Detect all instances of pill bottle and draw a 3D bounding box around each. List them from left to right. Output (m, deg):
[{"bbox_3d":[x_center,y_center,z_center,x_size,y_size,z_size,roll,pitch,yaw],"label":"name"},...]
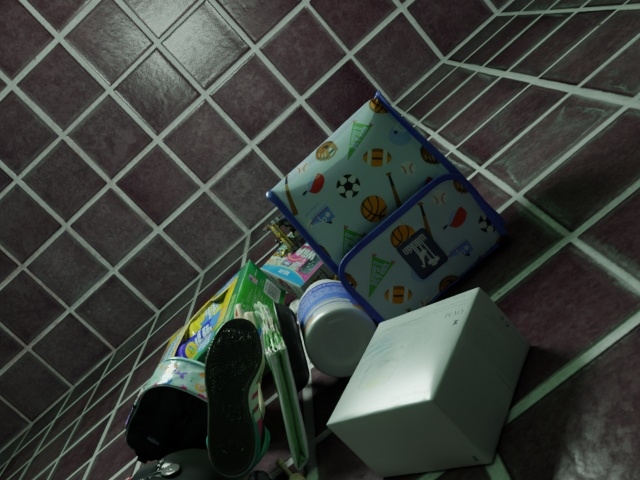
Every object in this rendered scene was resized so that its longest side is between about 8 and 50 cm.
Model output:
[{"bbox_3d":[0.029,0.173,1.527,0.152,0.152,0.272,-42,14,5],"label":"pill bottle"}]

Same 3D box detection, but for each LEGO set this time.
[{"bbox_3d":[0.000,0.000,1.711,0.192,0.331,0.255,-41,5,-9],"label":"LEGO set"}]

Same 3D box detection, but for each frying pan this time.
[{"bbox_3d":[-0.054,0.262,1.502,0.053,0.326,0.197,-15,46,-4],"label":"frying pan"}]

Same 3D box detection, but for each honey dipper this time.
[{"bbox_3d":[-0.056,0.424,1.285,0.030,0.030,0.161,-47,11,-15],"label":"honey dipper"}]

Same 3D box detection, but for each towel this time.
[{"bbox_3d":[-0.079,0.271,1.391,0.038,0.247,0.325,-14,12,-8],"label":"towel"},{"bbox_3d":[-0.092,0.203,2.028,0.152,0.023,0.113,-41,15,7],"label":"towel"}]

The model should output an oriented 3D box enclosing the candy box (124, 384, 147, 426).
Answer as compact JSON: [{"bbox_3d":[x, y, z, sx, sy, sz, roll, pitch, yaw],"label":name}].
[{"bbox_3d":[-0.506,0.492,2.214,0.165,0.070,0.196,-39,15,15],"label":"candy box"}]

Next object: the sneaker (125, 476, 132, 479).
[{"bbox_3d":[-0.469,0.645,1.599,0.299,0.121,0.112,-39,-18,-15],"label":"sneaker"}]

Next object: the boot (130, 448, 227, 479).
[{"bbox_3d":[-0.247,0.524,1.281,0.367,0.146,0.445,-6,5,12],"label":"boot"}]

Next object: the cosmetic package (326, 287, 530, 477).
[{"bbox_3d":[0.163,0.217,1.071,0.224,0.138,0.224,-29,21,45],"label":"cosmetic package"}]

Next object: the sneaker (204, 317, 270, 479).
[{"bbox_3d":[-0.156,0.313,1.354,0.178,0.124,0.295,97,175,-60],"label":"sneaker"}]

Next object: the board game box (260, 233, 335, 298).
[{"bbox_3d":[0.009,0.025,2.001,0.303,0.097,0.224,-48,33,-16],"label":"board game box"}]

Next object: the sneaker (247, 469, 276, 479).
[{"bbox_3d":[-0.073,0.453,1.208,0.098,0.083,0.223,-10,6,-3],"label":"sneaker"}]

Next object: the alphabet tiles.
[{"bbox_3d":[-0.158,0.291,1.541,0.284,0.021,0.278,104,154,-43],"label":"alphabet tiles"}]

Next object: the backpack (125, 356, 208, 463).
[{"bbox_3d":[-0.294,0.375,1.575,0.191,0.225,0.253,-67,1,-51],"label":"backpack"}]

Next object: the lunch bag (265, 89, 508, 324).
[{"bbox_3d":[0.137,-0.050,1.447,0.328,0.385,0.239,-41,-14,5],"label":"lunch bag"}]

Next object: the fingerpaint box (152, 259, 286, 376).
[{"bbox_3d":[-0.289,0.300,1.941,0.371,0.163,0.444,-44,13,17],"label":"fingerpaint box"}]
